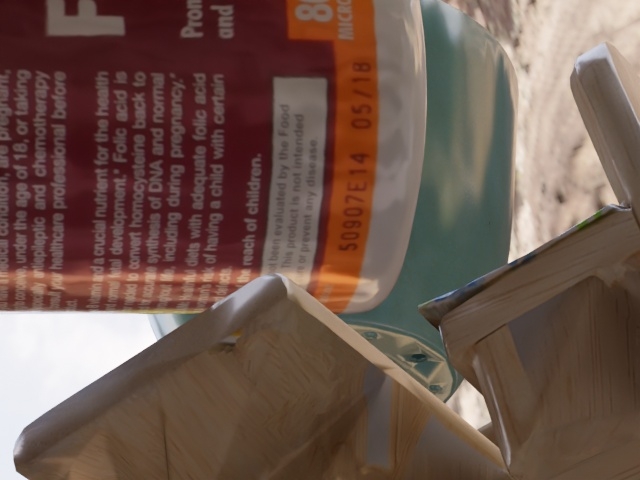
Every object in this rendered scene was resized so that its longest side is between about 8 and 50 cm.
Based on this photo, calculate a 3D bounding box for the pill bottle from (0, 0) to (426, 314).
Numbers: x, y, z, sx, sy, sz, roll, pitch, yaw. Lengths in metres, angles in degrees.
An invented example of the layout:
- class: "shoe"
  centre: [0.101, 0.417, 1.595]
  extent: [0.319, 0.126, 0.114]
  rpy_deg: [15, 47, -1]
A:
- class: "pill bottle"
  centre: [-0.158, -0.072, 0.951]
  extent: [0.392, 0.224, 0.224]
  rpy_deg: [0, -55, -11]

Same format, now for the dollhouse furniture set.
- class: "dollhouse furniture set"
  centre: [0.045, 0.114, 0.751]
  extent: [0.362, 0.256, 0.394]
  rpy_deg: [-32, -45, 18]

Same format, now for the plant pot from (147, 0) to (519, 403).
- class: "plant pot"
  centre: [0.000, 0.000, 1.266]
  extent: [0.293, 0.235, 0.293]
  rpy_deg: [0, -31, 0]
